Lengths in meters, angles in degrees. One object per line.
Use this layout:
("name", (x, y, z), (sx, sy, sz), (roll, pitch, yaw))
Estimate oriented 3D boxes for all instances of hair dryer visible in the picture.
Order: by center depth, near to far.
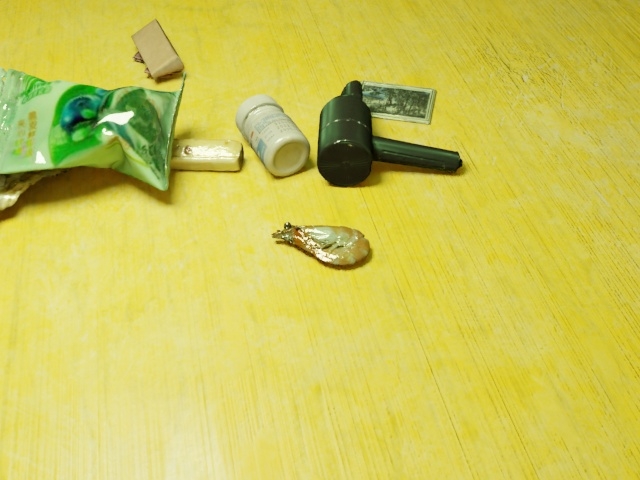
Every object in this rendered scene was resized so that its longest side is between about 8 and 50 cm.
("hair dryer", (0.145, -0.212, 1.651), (0.302, 0.116, 0.244), (11, 43, -6))

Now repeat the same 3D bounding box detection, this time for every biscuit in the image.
("biscuit", (-0.252, -0.173, 1.625), (0.187, 0.052, 0.056), (0, 54, 2))

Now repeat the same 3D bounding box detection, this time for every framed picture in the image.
("framed picture", (0.168, -0.320, 1.815), (0.183, 0.011, 0.142), (9, 44, 8))

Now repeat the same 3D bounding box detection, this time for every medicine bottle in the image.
("medicine bottle", (-0.099, -0.217, 1.635), (0.105, 0.105, 0.168), (-19, 47, -19))

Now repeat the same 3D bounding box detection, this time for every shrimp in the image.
("shrimp", (0.000, 0.000, 1.449), (0.184, 0.043, 0.091), (13, 48, 12))

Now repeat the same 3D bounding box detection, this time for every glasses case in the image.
("glasses case", (-0.393, -0.437, 1.906), (0.102, 0.070, 0.193), (-35, 50, 3))

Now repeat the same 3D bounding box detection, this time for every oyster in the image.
("oyster", (-0.644, -0.132, 1.556), (0.201, 0.107, 0.354), (35, 38, 6))

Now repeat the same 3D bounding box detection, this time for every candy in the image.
("candy", (-0.469, -0.221, 1.533), (0.397, 0.172, 0.263), (5, 53, -12))
